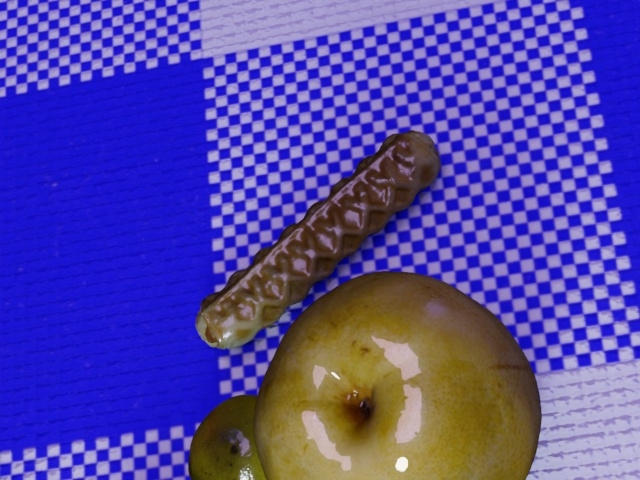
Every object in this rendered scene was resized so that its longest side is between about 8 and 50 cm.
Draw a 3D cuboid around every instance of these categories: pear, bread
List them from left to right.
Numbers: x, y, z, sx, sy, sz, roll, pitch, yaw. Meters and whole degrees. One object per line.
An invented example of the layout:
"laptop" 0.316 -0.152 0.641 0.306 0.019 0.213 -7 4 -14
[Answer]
"pear" -0.090 0.240 1.543 0.141 0.104 0.141 -6 62 12
"bread" -0.001 -0.001 1.635 0.367 0.084 0.077 -41 104 -7
"pear" 0.079 0.181 1.413 0.314 0.314 0.314 -5 66 12
